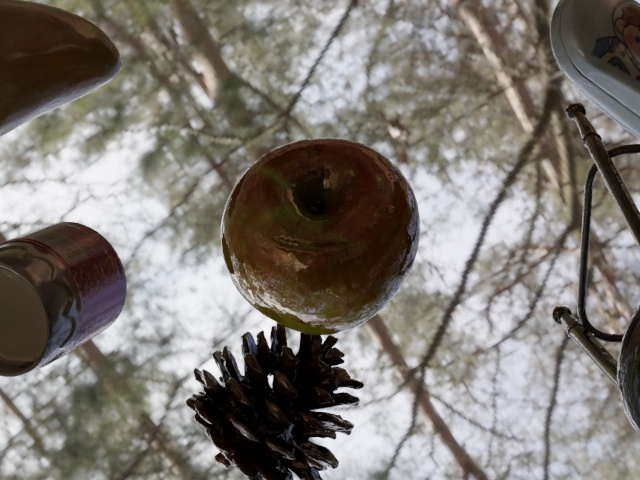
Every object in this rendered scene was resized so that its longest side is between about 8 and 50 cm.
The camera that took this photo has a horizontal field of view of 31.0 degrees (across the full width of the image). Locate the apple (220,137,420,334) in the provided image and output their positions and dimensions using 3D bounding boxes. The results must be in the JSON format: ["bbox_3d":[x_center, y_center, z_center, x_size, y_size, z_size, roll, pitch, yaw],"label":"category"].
[{"bbox_3d":[0.000,0.000,1.137,0.196,0.196,0.196,-26,-154,14],"label":"apple"}]

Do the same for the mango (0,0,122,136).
[{"bbox_3d":[-0.465,-0.233,1.585,0.384,0.198,0.221,-15,-168,-19],"label":"mango"}]

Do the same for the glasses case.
[{"bbox_3d":[0.212,-0.093,0.709,0.045,0.179,0.067,-30,-143,51],"label":"glasses case"}]

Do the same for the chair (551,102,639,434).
[{"bbox_3d":[0.516,0.061,1.505,0.365,0.361,0.410,0,-152,5],"label":"chair"}]

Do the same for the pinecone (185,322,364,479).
[{"bbox_3d":[-0.043,0.186,1.299,0.208,0.207,0.207,-26,-154,14],"label":"pinecone"}]

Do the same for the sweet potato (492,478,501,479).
[{"bbox_3d":[0.136,0.230,0.980,0.050,0.050,0.214,-27,163,12],"label":"sweet potato"}]

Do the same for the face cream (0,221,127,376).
[{"bbox_3d":[-0.385,0.077,1.577,0.175,0.175,0.195,-19,-174,26],"label":"face cream"}]
